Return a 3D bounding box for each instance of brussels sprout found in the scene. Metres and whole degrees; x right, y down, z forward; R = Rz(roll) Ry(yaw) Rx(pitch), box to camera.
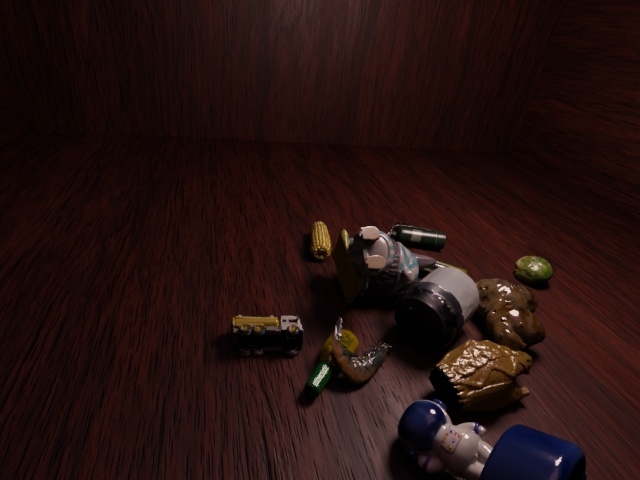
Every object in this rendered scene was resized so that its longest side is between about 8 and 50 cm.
[{"bbox_3d":[0.953,0.129,1.786,0.155,0.117,0.155,7,39,-6],"label":"brussels sprout"}]

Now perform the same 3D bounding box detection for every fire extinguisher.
[{"bbox_3d":[0.448,-0.019,1.950,0.294,0.093,0.118,8,71,1],"label":"fire extinguisher"}]

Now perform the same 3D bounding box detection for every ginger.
[{"bbox_3d":[0.669,0.263,1.420,0.256,0.176,0.375,24,27,5],"label":"ginger"}]

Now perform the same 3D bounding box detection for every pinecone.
[{"bbox_3d":[0.411,-0.067,2.038,0.083,0.077,0.077,-24,14,31],"label":"pinecone"}]

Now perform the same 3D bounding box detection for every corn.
[{"bbox_3d":[0.000,0.000,1.802,0.093,0.093,0.244,6,29,-4],"label":"corn"}]

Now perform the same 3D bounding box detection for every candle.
[{"bbox_3d":[0.422,0.216,1.397,0.221,0.221,0.342,28,34,31],"label":"candle"}]

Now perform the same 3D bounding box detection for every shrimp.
[{"bbox_3d":[0.129,0.311,1.239,0.262,0.051,0.198,-21,81,-47],"label":"shrimp"}]

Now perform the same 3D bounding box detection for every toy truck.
[{"bbox_3d":[-0.168,0.286,1.252,0.227,0.098,0.114,2,24,-7],"label":"toy truck"}]

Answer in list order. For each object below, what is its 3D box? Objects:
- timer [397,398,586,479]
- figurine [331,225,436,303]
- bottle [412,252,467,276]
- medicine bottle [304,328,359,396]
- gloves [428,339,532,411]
[{"bbox_3d":[0.341,0.495,0.903,0.270,0.270,0.384,-19,24,-39],"label":"timer"},{"bbox_3d":[0.266,0.061,1.485,0.378,0.361,0.266,-7,75,-17],"label":"figurine"},{"bbox_3d":[0.473,0.119,1.720,0.286,0.082,0.082,19,31,18],"label":"bottle"},{"bbox_3d":[0.031,0.361,1.200,0.095,0.064,0.260,24,32,17],"label":"medicine bottle"},{"bbox_3d":[0.487,0.386,1.177,0.356,0.155,0.203,-4,43,-33],"label":"gloves"}]
